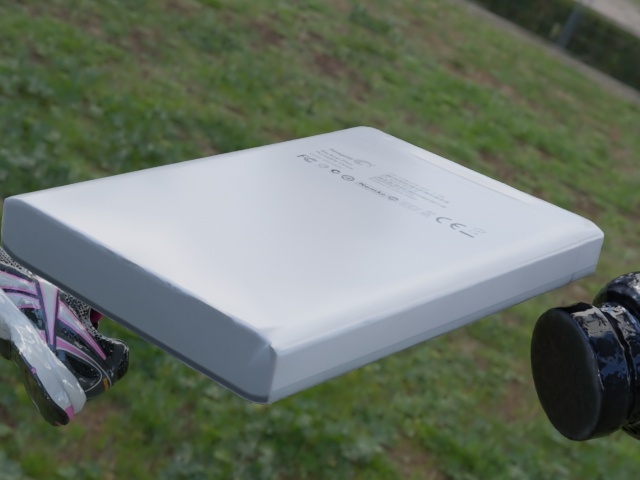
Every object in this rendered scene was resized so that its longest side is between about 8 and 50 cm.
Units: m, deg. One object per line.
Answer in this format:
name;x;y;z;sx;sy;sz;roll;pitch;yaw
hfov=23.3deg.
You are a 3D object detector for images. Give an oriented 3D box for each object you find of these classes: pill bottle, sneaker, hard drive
pill bottle;0.266;0.075;1.094;0.219;0.122;0.123;-10;35;-21
sneaker;-0.195;0.054;1.104;0.077;0.072;0.178;-27;57;-21
hard drive;0.000;0.000;1.035;0.233;0.047;0.353;26;26;33
